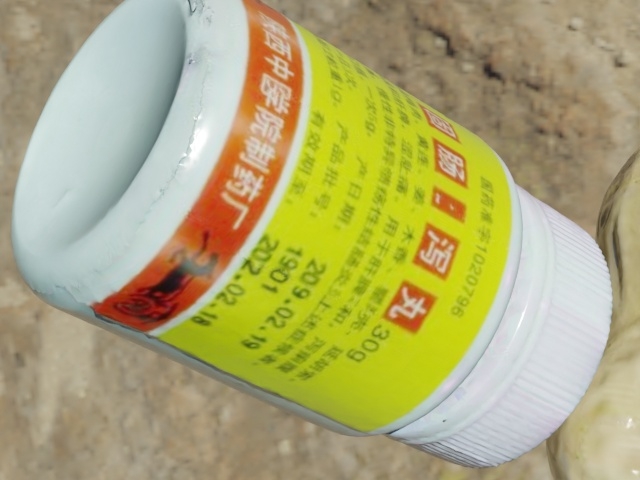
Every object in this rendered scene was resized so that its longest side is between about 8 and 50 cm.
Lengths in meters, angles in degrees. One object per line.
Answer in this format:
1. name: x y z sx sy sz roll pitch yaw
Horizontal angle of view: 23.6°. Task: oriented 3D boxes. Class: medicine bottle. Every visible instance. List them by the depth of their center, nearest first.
1. medicine bottle: 0.000 0.000 0.620 0.139 0.225 0.139 -33 43 37

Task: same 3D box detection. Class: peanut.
1. peanut: 0.170 0.032 0.709 0.110 0.120 0.236 21 65 21
